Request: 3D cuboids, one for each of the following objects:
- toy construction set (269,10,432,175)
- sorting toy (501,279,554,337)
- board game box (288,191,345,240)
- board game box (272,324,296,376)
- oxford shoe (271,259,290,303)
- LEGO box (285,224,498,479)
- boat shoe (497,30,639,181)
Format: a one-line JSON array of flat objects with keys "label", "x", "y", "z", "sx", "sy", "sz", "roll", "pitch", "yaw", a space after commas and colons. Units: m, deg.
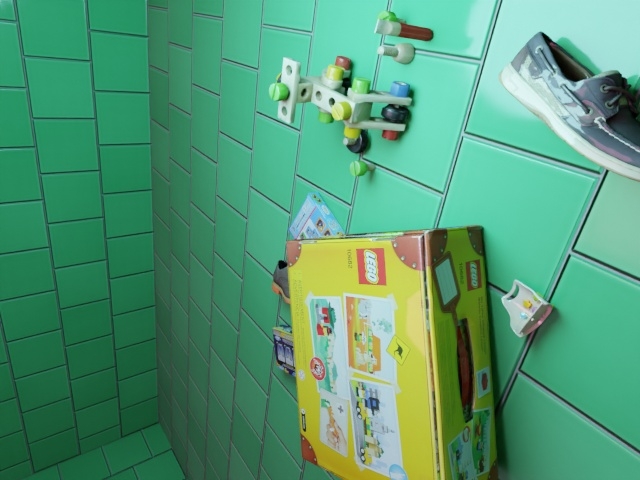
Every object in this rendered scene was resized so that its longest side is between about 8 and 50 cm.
[{"label": "toy construction set", "x": 0.044, "y": -0.315, "z": 0.870, "sx": 0.309, "sy": 0.238, "sz": 0.257, "roll": -49, "pitch": 61, "yaw": 47}, {"label": "sorting toy", "x": 0.351, "y": 0.109, "z": 0.749, "sx": 0.075, "sy": 0.045, "sz": 0.083, "roll": 54, "pitch": 138, "yaw": 40}, {"label": "board game box", "x": 0.000, "y": 0.000, "z": 1.180, "sx": 0.211, "sy": 0.039, "sz": 0.160, "roll": 59, "pitch": 139, "yaw": 24}, {"label": "board game box", "x": -0.084, "y": 0.354, "z": 1.381, "sx": 0.170, "sy": 0.048, "sz": 0.140, "roll": 4, "pitch": 101, "yaw": 53}, {"label": "oxford shoe", "x": -0.069, "y": 0.120, "z": 1.248, "sx": 0.271, "sy": 0.097, "sz": 0.098, "roll": 15, "pitch": 106, "yaw": 56}, {"label": "LEGO box", "x": 0.129, "y": 0.229, "z": 0.884, "sx": 0.373, "sy": 0.193, "sz": 0.498, "roll": -2, "pitch": 92, "yaw": 48}, {"label": "boat shoe", "x": 0.368, "y": -0.189, "z": 0.593, "sx": 0.285, "sy": 0.103, "sz": 0.092, "roll": 59, "pitch": 144, "yaw": 33}]
